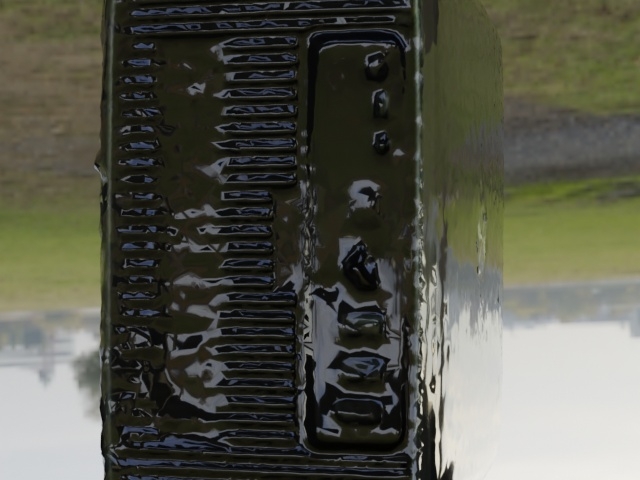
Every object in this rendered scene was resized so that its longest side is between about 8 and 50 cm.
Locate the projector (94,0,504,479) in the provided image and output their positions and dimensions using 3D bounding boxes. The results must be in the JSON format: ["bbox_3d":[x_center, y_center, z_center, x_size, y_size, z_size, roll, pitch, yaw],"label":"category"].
[{"bbox_3d":[0.000,0.000,0.987,0.242,0.395,0.405,1,180,14],"label":"projector"}]
